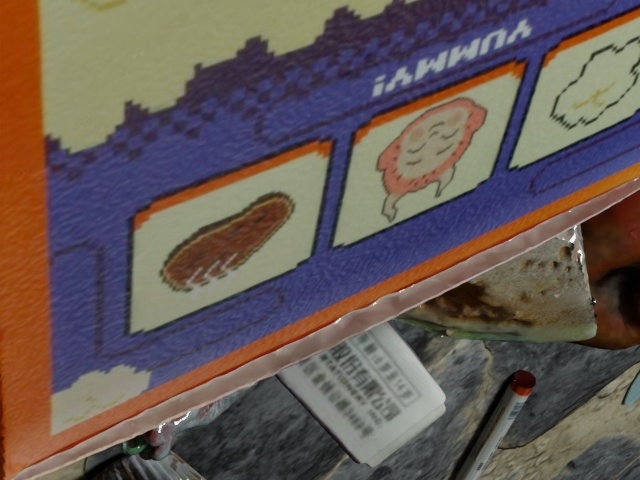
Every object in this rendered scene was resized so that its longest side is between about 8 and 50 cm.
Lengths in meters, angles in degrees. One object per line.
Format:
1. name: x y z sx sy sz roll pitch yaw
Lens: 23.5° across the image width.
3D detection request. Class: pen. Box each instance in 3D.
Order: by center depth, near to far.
1. pen: 0.184 0.220 1.690 0.026 0.026 0.218 -16 144 -36

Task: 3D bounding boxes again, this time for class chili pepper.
1. chili pepper: -0.106 0.133 1.225 0.153 0.041 0.050 -35 175 -40

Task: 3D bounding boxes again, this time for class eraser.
1. eraser: -0.027 0.023 0.993 0.081 0.124 0.279 -37 131 2

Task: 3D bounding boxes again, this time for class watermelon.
1. watermelon: 0.051 -0.080 0.873 0.175 0.188 0.321 -8 140 9

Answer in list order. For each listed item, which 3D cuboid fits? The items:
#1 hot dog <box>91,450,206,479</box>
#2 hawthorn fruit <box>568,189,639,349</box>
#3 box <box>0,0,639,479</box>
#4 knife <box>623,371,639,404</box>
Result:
1. hot dog: -0.194 0.281 1.294 0.144 0.075 0.268 -4 138 -49
2. hawthorn fruit: 0.211 -0.056 1.128 0.258 0.258 0.261 -13 117 -39
3. box: -0.058 -0.159 0.560 0.319 0.348 0.256 -26 148 -25
4. knife: 0.443 0.113 1.832 0.063 0.034 0.260 11 128 -49
